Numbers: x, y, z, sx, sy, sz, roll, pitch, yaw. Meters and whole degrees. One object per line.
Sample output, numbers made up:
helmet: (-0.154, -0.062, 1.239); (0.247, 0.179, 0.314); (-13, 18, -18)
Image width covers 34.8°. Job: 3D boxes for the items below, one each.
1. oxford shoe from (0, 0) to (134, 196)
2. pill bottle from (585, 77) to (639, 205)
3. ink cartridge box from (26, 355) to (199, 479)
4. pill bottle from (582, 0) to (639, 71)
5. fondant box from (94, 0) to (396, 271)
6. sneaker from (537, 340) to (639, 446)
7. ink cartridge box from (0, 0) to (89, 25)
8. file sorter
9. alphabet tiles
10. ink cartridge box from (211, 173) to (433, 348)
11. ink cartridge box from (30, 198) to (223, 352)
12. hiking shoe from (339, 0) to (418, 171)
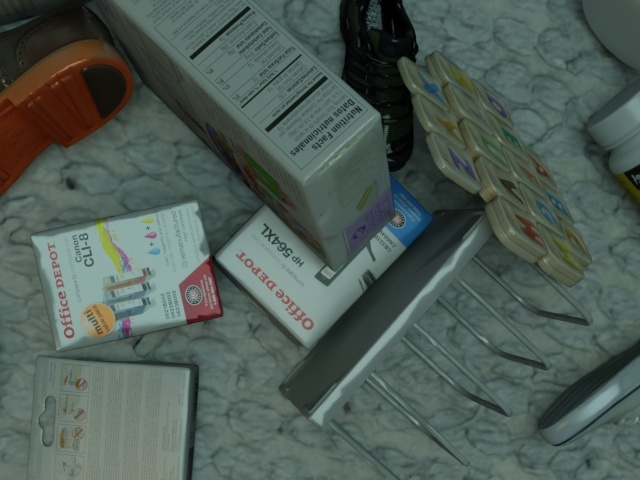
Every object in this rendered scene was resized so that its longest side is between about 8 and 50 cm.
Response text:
oxford shoe: (-0.377, -0.127, 1.091); (0.363, 0.130, 0.133); (-28, 60, -1)
pill bottle: (0.412, -0.084, 1.182); (0.119, 0.119, 0.208); (-43, 94, -7)
ink cartridge box: (-0.228, 0.205, 1.131); (0.179, 0.045, 0.145); (4, 88, 10)
pill bottle: (0.447, -0.334, 1.173); (0.283, 0.161, 0.161); (-43, 94, -8)
fondant box: (-0.076, -0.143, 1.001); (0.096, 0.238, 0.330); (-41, 70, -8)
sneaker: (0.373, 0.175, 1.180); (0.258, 0.094, 0.091); (-32, 88, -9)
ink cartridge box: (-0.325, -0.333, 1.058); (0.232, 0.171, 0.168); (-18, 90, -9)
file sorter: (0.121, 0.124, 1.100); (0.173, 0.193, 0.278); (43, 83, -8)
alphabet tiles: (0.191, -0.083, 1.082); (0.021, 0.284, 0.278); (-38, 135, 25)
ink cartridge box: (0.000, 0.000, 1.137); (0.148, 0.086, 0.203); (44, 82, -4)
ink cartridge box: (-0.203, 0.037, 1.086); (0.176, 0.127, 0.128); (-13, 90, -7)
hiking shoe: (0.064, -0.190, 1.137); (0.086, 0.114, 0.227); (-9, 89, -8)
